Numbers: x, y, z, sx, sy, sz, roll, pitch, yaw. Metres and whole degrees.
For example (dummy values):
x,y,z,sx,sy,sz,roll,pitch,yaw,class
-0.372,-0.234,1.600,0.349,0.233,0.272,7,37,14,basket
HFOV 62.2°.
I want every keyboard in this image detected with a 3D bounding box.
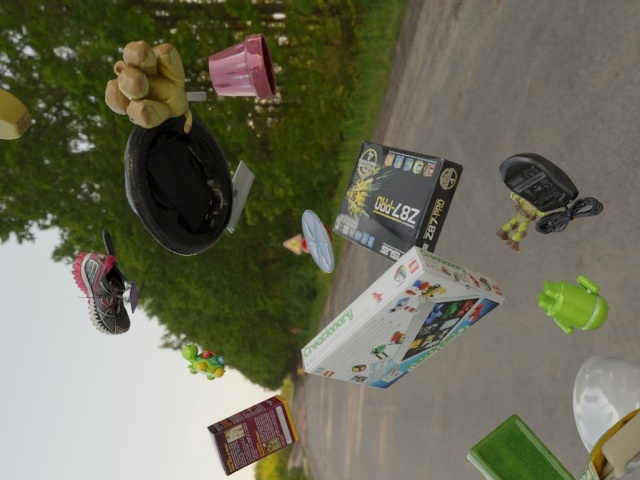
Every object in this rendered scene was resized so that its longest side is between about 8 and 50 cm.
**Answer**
x,y,z,sx,sy,sz,roll,pitch,yaw,class
-0.256,-0.139,1.631,0.072,0.014,0.256,47,-141,-34,keyboard

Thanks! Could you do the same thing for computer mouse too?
x,y,z,sx,sy,sz,roll,pitch,yaw,class
0.576,-0.140,1.382,0.188,0.272,0.072,-31,26,50,computer mouse

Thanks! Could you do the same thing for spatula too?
x,y,z,sx,sy,sz,roll,pitch,yaw,class
-0.620,0.098,1.654,0.084,0.030,0.296,-102,-2,-62,spatula

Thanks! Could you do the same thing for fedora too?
x,y,z,sx,sy,sz,roll,pitch,yaw,class
-0.354,-0.128,1.233,0.334,0.152,0.334,7,-99,-56,fedora

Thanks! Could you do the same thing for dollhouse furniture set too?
x,y,z,sx,sy,sz,roll,pitch,yaw,class
0.389,0.341,0.851,0.151,0.301,0.197,47,158,35,dollhouse furniture set

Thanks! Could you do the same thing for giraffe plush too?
x,y,z,sx,sy,sz,roll,pitch,yaw,class
-0.374,-0.315,1.116,0.210,0.170,0.181,7,-91,-62,giraffe plush

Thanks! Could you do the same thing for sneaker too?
x,y,z,sx,sy,sz,roll,pitch,yaw,class
-0.627,0.168,1.574,0.121,0.112,0.299,-83,-12,-51,sneaker

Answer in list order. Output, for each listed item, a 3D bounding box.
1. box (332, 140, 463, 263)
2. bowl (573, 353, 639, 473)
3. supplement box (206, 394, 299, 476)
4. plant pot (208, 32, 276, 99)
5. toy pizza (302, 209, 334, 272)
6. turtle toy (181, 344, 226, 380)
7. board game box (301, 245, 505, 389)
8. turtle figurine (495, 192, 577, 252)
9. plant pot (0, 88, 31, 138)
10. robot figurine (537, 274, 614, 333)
x,y,z,sx,sy,sz,roll,pitch,yaw,class
0.217,-0.117,1.604,0.395,0.097,0.318,31,107,55,box
0.786,0.429,1.325,0.134,0.298,0.298,-32,55,58,bowl
-0.159,0.456,1.257,0.081,0.188,0.104,-11,97,67,supplement box
-0.251,-0.544,1.706,0.201,0.180,0.201,-10,-90,-84,plant pot
0.000,0.000,1.603,0.201,0.032,0.201,55,157,37,toy pizza
-0.305,0.318,1.391,0.095,0.130,0.066,-33,36,55,turtle toy
0.132,0.147,0.901,0.305,0.193,0.053,-47,38,31,board game box
0.671,-0.072,1.711,0.217,0.087,0.269,-61,39,21,turtle figurine
-0.680,-0.268,1.147,0.081,0.083,0.081,118,170,-55,plant pot
0.429,0.110,0.898,0.067,0.115,0.101,-51,-20,-64,robot figurine
